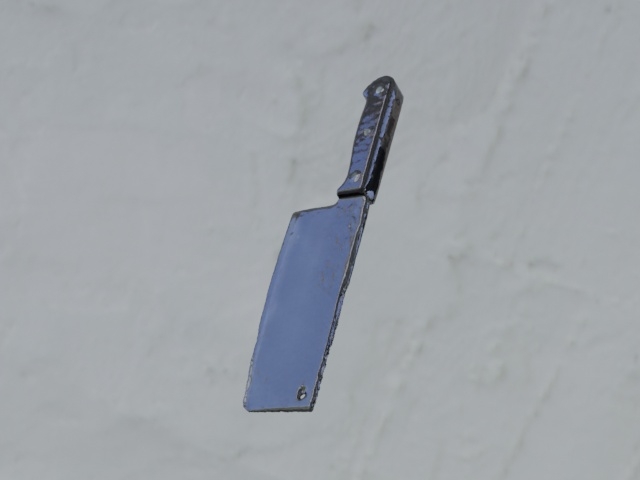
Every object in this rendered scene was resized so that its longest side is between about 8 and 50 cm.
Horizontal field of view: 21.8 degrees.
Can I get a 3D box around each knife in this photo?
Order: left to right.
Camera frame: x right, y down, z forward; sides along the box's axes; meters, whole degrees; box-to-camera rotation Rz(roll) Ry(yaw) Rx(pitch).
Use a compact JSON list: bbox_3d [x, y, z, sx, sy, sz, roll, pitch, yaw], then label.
[{"bbox_3d":[0.000,0.000,1.096,0.072,0.245,0.019,-4,-32,41],"label":"knife"}]
